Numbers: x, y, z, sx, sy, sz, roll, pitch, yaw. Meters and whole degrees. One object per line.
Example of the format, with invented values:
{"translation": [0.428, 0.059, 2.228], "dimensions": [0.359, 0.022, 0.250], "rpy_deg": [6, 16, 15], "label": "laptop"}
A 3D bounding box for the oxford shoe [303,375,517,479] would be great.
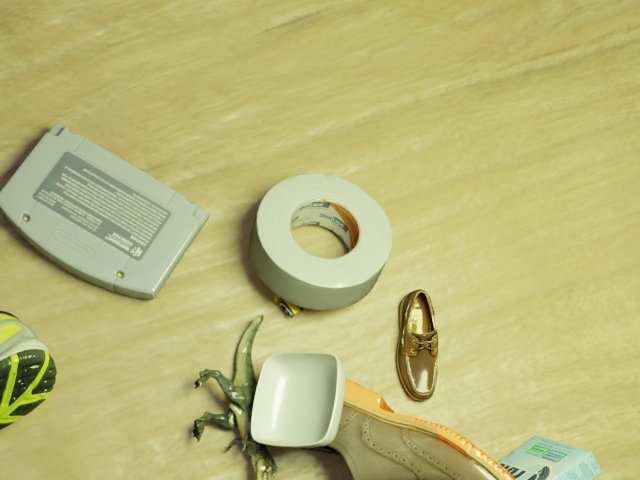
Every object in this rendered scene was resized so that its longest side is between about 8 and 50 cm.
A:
{"translation": [0.128, 0.323, 1.451], "dimensions": [0.364, 0.130, 0.132], "rpy_deg": [21, 73, 34], "label": "oxford shoe"}

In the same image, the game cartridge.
{"translation": [-0.351, -0.038, 1.591], "dimensions": [0.294, 0.060, 0.196], "rpy_deg": [31, 65, 3], "label": "game cartridge"}

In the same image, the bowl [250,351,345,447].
{"translation": [-0.025, 0.238, 1.471], "dimensions": [0.142, 0.053, 0.142], "rpy_deg": [-5, 62, 32], "label": "bowl"}

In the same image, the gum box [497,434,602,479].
{"translation": [0.297, 0.365, 1.485], "dimensions": [0.184, 0.157, 0.041], "rpy_deg": [-30, 98, -18], "label": "gum box"}

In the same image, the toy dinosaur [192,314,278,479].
{"translation": [-0.131, 0.245, 1.518], "dimensions": [0.118, 0.064, 0.268], "rpy_deg": [2, 69, -23], "label": "toy dinosaur"}

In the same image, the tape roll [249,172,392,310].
{"translation": [0.000, 0.000, 1.590], "dimensions": [0.219, 0.072, 0.219], "rpy_deg": [7, 55, -10], "label": "tape roll"}

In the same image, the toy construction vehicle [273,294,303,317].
{"translation": [-0.048, 0.064, 1.611], "dimensions": [0.086, 0.035, 0.098], "rpy_deg": [-39, 88, -18], "label": "toy construction vehicle"}

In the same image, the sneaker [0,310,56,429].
{"translation": [-0.568, 0.243, 1.433], "dimensions": [0.385, 0.145, 0.147], "rpy_deg": [-28, 46, -14], "label": "sneaker"}

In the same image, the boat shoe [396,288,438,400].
{"translation": [0.155, 0.162, 1.589], "dimensions": [0.064, 0.060, 0.178], "rpy_deg": [2, 70, -8], "label": "boat shoe"}
